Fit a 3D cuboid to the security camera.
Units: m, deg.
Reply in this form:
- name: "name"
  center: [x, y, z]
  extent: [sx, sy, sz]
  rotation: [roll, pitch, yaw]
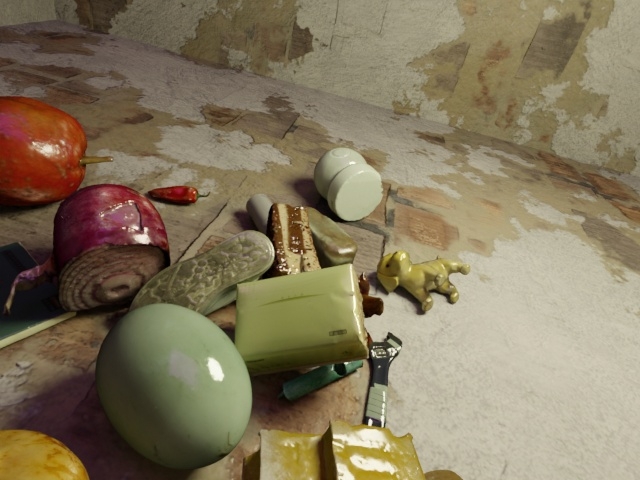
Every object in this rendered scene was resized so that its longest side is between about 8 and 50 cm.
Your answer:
- name: "security camera"
  center: [0.074, -0.197, 1.358]
  extent: [0.195, 0.194, 0.236]
  rotation: [-7, 36, -28]

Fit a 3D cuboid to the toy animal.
- name: "toy animal"
  center: [0.271, 0.090, 1.087]
  extent: [0.233, 0.121, 0.168]
  rotation: [-1, 26, -25]

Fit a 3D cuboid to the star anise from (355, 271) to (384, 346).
- name: "star anise"
  center: [0.055, 0.161, 0.894]
  extent: [0.212, 0.111, 0.196]
  rotation: [-38, 21, -27]

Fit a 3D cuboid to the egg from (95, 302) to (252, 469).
- name: "egg"
  center: [-0.225, 0.216, 0.641]
  extent: [0.203, 0.202, 0.283]
  rotation: [-21, 50, -40]

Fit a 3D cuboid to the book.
- name: "book"
  center: [-0.690, 0.138, 0.737]
  extent: [0.264, 0.031, 0.379]
  rotation: [34, 39, 24]

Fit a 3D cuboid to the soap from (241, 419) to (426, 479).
- name: "soap"
  center: [0.025, 0.382, 0.514]
  extent: [0.259, 0.143, 0.281]
  rotation: [10, 25, -12]

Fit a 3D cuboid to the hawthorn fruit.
- name: "hawthorn fruit"
  center: [-0.706, -0.218, 1.042]
  extent: [0.330, 0.287, 0.287]
  rotation: [1, 36, -28]

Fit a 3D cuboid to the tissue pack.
- name: "tissue pack"
  center: [-0.034, 0.150, 0.778]
  extent: [0.234, 0.125, 0.159]
  rotation: [-10, 55, 8]

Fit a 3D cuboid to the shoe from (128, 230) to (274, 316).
- name: "shoe"
  center: [-0.239, 0.099, 0.885]
  extent: [0.316, 0.159, 0.124]
  rotation: [-31, 80, -11]

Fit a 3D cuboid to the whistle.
- name: "whistle"
  center: [0.002, 0.262, 0.803]
  extent: [0.186, 0.039, 0.039]
  rotation: [-13, 42, -34]

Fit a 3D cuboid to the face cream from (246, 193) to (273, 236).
- name: "face cream"
  center: [-0.130, -0.033, 1.142]
  extent: [0.077, 0.077, 0.250]
  rotation: [-7, 40, -28]

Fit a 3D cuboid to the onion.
- name: "onion"
  center: [-0.432, 0.000, 0.836]
  extent: [0.272, 0.256, 0.230]
  rotation: [20, 31, -50]

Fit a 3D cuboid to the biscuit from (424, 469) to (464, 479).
- name: "biscuit"
  center: [0.231, 0.460, 0.551]
  extent: [0.183, 0.047, 0.319]
  rotation: [17, 23, -4]

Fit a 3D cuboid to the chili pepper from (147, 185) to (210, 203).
- name: "chili pepper"
  center: [-0.415, -0.133, 1.209]
  extent: [0.191, 0.050, 0.059]
  rotation: [3, 37, 6]

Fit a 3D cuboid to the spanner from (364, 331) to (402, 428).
- name: "spanner"
  center: [0.109, 0.294, 0.814]
  extent: [0.087, 0.024, 0.316]
  rotation: [16, 35, 5]

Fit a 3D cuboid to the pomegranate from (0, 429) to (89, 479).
- name: "pomegranate"
  center: [-0.371, 0.314, 0.426]
  extent: [0.248, 0.248, 0.248]
  rotation: [10, 34, -7]

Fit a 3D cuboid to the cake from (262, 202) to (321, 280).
- name: "cake"
  center: [-0.084, 0.032, 1.005]
  extent: [0.112, 0.135, 0.246]
  rotation: [8, 39, -20]

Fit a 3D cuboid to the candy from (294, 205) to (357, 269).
- name: "candy"
  center: [0.000, 0.000, 1.118]
  extent: [0.102, 0.104, 0.234]
  rotation: [-12, 42, -32]
